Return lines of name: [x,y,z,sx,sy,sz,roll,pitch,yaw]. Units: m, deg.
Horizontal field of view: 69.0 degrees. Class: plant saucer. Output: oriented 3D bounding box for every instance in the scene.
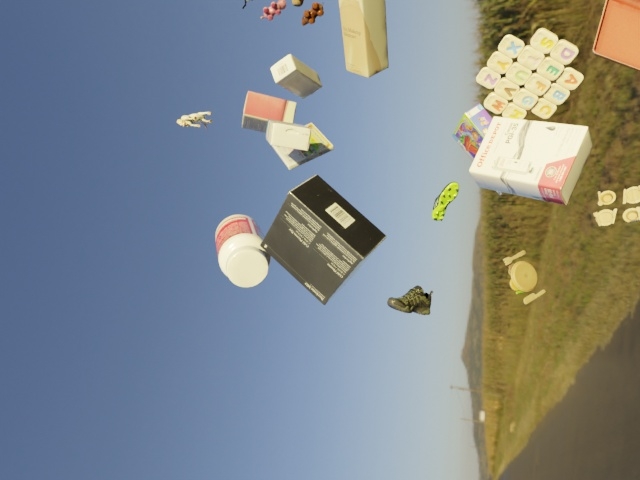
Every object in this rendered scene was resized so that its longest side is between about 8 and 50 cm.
plant saucer: [1.018,-0.666,1.514,0.048,0.259,0.258,120,170,-80]

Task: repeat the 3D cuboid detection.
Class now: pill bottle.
pill bottle: [-0.351,0.046,2.107,0.407,0.229,0.228,-125,24,-64]

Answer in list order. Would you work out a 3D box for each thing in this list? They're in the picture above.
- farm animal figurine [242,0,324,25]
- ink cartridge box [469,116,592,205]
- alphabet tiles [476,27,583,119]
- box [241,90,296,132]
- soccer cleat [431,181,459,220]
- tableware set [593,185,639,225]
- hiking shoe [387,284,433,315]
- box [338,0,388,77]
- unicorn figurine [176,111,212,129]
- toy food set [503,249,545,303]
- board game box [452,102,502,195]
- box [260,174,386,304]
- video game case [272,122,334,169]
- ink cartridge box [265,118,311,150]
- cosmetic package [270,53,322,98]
farm animal figurine: [-0.118,-1.038,1.875,0.172,0.331,0.326,-86,19,-60]
ink cartridge box: [0.627,-0.245,1.405,0.117,0.283,0.207,32,-98,-49]
alphabet tiles: [0.655,-0.510,1.470,0.284,0.278,0.021,-59,5,43]
box: [-0.244,-0.590,2.194,0.148,0.233,0.126,139,140,-73]
soccer cleat: [0.443,-0.149,1.677,0.072,0.060,0.178,-90,13,-45]
tableware set: [1.079,-0.124,1.680,0.020,0.169,0.141,24,-112,-43]
hiking shoe: [0.358,0.231,1.863,0.227,0.086,0.114,13,-91,-36]
box: [0.173,-0.825,1.833,0.121,0.148,0.311,-34,-45,-22]
unicorn figurine: [-0.430,-0.423,1.629,0.162,0.111,0.060,-9,-73,-48]
toy food set: [0.790,0.143,1.827,0.192,0.133,0.038,66,159,5]
board game box: [0.716,-0.377,1.964,0.347,0.078,0.233,55,177,11]
box: [0.000,0.000,1.691,0.179,0.343,0.312,-39,-11,-46]
video game case: [-0.081,-0.399,1.957,0.227,0.206,0.026,56,169,45]
ink cartridge box: [-0.120,-0.386,1.692,0.190,0.140,0.082,-118,38,-68]
cosmetic package: [-0.104,-0.727,2.080,0.231,0.117,0.085,4,-116,-61]
